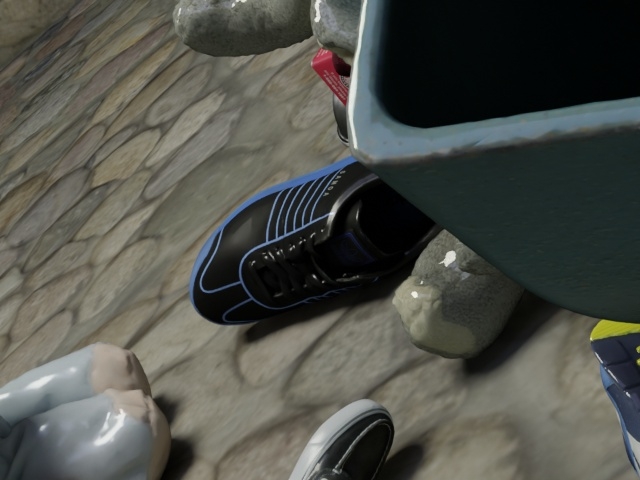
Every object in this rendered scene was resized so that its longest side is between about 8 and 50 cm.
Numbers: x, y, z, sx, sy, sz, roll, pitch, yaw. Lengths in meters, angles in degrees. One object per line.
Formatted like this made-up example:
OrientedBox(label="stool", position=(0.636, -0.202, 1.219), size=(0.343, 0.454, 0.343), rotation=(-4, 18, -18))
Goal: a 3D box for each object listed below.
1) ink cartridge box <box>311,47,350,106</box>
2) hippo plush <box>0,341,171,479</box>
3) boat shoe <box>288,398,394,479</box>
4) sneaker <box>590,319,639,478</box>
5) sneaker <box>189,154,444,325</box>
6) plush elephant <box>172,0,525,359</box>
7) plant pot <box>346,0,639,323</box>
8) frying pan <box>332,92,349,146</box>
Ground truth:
OrientedBox(label="ink cartridge box", position=(0.086, -0.124, 1.097), size=(0.150, 0.109, 0.063), rotation=(-16, 32, 48))
OrientedBox(label="hippo plush", position=(-0.268, 0.121, 1.067), size=(0.294, 0.236, 0.234), rotation=(-27, 26, 33))
OrientedBox(label="boat shoe", position=(0.000, 0.148, 0.829), size=(0.040, 0.049, 0.142), rotation=(19, 64, 45))
OrientedBox(label="sneaker", position=(0.157, 0.092, 0.658), size=(0.053, 0.059, 0.144), rotation=(-17, 45, 6))
OrientedBox(label="sneaker", position=(0.000, 0.000, 1.051), size=(0.232, 0.081, 0.090), rotation=(-32, 17, 21))
OrientedBox(label="plush elephant", position=(0.051, -0.132, 0.816), size=(0.330, 0.255, 0.271), rotation=(-41, 42, 42))
OrientedBox(label="plant pot", position=(0.180, -0.089, 0.572), size=(0.247, 0.252, 0.247), rotation=(-7, 61, 25))
OrientedBox(label="frying pan", position=(0.124, -0.175, 1.225), size=(0.326, 0.053, 0.197), rotation=(-26, 27, 43))
